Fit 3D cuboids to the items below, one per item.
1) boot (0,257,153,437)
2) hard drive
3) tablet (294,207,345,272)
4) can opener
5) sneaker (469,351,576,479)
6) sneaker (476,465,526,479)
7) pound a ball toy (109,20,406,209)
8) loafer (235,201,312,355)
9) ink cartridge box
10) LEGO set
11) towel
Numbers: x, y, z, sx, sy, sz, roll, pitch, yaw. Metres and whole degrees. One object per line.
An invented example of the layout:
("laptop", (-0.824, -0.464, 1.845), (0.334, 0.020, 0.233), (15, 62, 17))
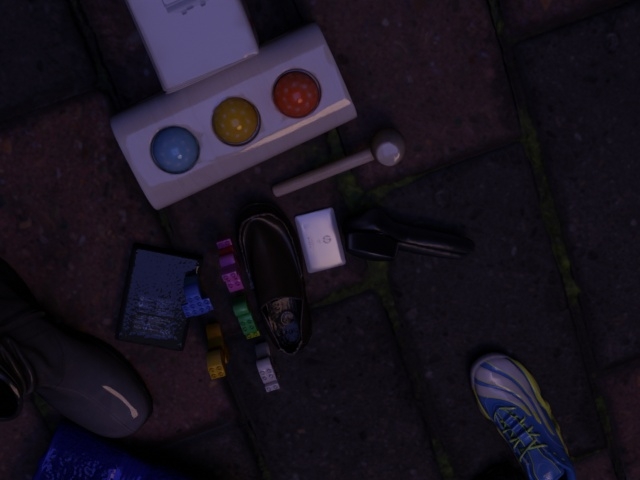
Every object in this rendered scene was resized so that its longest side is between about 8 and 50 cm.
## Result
("boot", (-0.360, 0.171, 1.114), (0.338, 0.223, 0.118), (41, 98, -15))
("hard drive", (-0.217, 0.077, 1.206), (0.094, 0.022, 0.135), (12, 105, -9))
("tablet", (0.000, 0.000, 1.215), (0.054, 0.006, 0.083), (-14, 107, -2))
("can opener", (0.116, 0.000, 1.205), (0.186, 0.059, 0.073), (8, 78, -18))
("sneaker", (0.298, 0.268, 1.261), (0.091, 0.126, 0.240), (-34, 107, 4))
("sneaker", (0.221, 0.467, 1.327), (0.286, 0.109, 0.130), (-42, 115, 10))
("pound a ball toy", (-0.066, -0.127, 1.105), (0.319, 0.136, 0.208), (-24, 107, 2))
("loafer", (-0.053, 0.054, 1.187), (0.080, 0.078, 0.220), (-18, 107, -1))
("ink cartridge box", (-0.170, -0.326, 0.998), (0.117, 0.207, 0.283), (-21, 108, 2))
("LEGO set", (-0.122, 0.122, 1.175), (0.087, 0.093, 0.227), (-17, 117, 2))
("towel", (-0.264, 0.406, 1.228), (0.308, 0.076, 0.227), (22, 104, 6))
